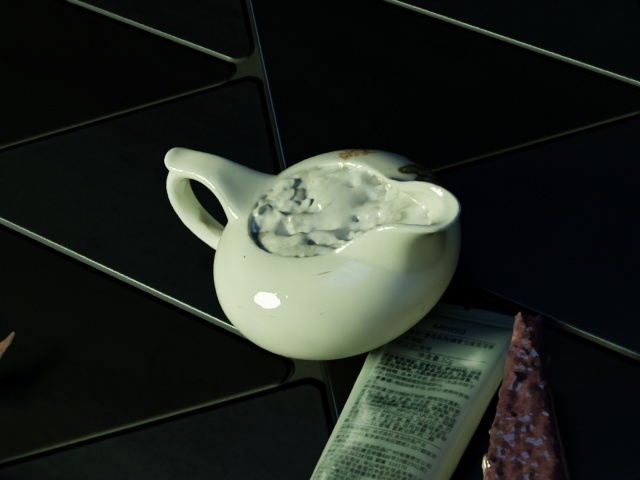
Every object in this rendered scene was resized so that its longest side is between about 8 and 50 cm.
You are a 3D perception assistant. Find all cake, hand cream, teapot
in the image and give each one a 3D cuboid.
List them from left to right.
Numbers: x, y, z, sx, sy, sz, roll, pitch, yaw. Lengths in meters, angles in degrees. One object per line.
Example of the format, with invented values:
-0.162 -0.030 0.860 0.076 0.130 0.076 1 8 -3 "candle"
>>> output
0.000 0.000 1.522 0.298 0.139 0.204 6 49 34 "teapot"
0.050 0.175 1.440 0.124 0.078 0.341 10 48 26 "hand cream"
0.161 0.193 1.352 0.112 0.116 0.295 -1 55 11 "cake"

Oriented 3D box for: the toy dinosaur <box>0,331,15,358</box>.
-0.346 0.144 1.595 0.220 0.032 0.108 -39 55 -1 "toy dinosaur"
